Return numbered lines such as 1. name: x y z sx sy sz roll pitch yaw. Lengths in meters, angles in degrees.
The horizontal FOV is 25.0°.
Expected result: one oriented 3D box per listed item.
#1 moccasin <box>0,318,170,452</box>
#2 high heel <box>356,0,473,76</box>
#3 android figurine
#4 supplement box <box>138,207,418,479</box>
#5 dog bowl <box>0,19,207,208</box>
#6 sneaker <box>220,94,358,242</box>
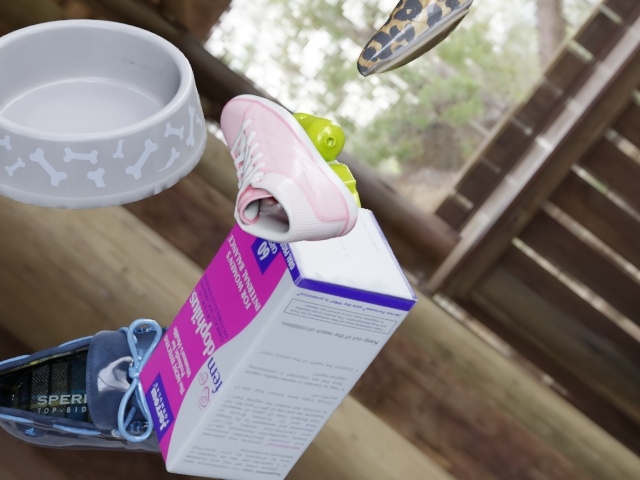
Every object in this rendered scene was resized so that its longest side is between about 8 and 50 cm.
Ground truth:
1. moccasin: -0.191 0.151 1.397 0.342 0.137 0.117 -16 -25 26
2. high heel: 0.081 -0.286 1.394 0.261 0.186 0.093 -43 -1 -20
3. android figurine: 0.000 0.000 1.427 0.056 0.248 0.273 -9 11 -15
4. supplement box: -0.040 0.080 1.151 0.220 0.114 0.111 -57 38 28
5. dog bowl: -0.328 -0.186 1.982 0.349 0.349 0.102 -51 -26 -47
6. sneaker: -0.040 -0.048 0.981 0.070 0.134 0.051 -17 -35 -42
